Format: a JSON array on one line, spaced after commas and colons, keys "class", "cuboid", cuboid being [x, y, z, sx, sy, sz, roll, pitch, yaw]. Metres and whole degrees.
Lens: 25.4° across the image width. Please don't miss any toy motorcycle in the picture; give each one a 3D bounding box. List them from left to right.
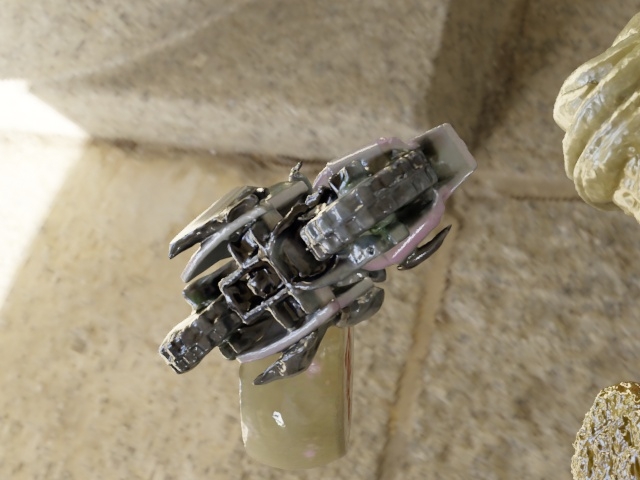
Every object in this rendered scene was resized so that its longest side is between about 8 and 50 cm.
[{"class": "toy motorcycle", "cuboid": [0.000, 0.000, 1.071, 0.143, 0.188, 0.327, 54, 140, 1]}]

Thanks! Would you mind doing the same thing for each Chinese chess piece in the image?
[{"class": "Chinese chess piece", "cuboid": [-0.018, 0.102, 1.411, 0.097, 0.251, 0.250, 2, 69, 4]}]

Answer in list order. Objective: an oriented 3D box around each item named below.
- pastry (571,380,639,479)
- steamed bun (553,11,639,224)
[{"class": "pastry", "cuboid": [0.371, 0.247, 1.599, 0.189, 0.103, 0.188, -173, 90, -66]}, {"class": "steamed bun", "cuboid": [0.433, -0.156, 1.585, 0.325, 0.230, 0.372, -36, 15, -11]}]
